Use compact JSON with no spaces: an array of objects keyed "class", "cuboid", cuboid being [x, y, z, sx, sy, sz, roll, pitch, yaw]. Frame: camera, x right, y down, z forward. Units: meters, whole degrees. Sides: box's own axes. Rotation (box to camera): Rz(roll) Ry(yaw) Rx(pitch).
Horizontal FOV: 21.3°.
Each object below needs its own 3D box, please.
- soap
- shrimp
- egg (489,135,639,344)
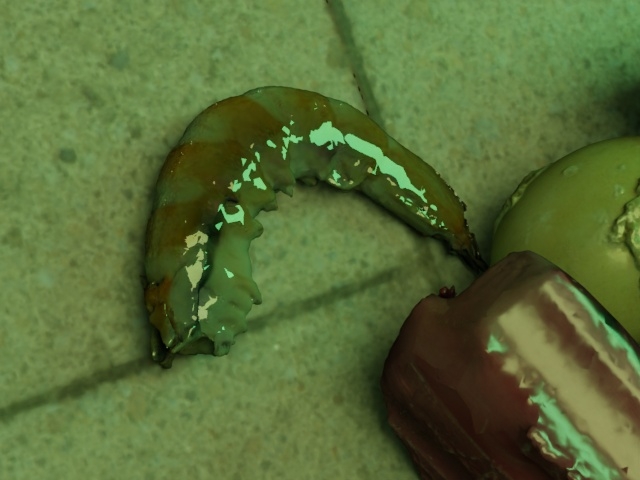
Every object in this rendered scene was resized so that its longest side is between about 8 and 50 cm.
[{"class":"soap","cuboid":[0.180,0.163,1.218,0.325,0.220,0.127,46,64,3]},{"class":"shrimp","cuboid":[-0.021,-0.026,1.275,0.287,0.068,0.185,-15,88,-32]},{"class":"egg","cuboid":[0.224,0.003,1.294,0.201,0.164,0.164,-24,87,-13]}]
